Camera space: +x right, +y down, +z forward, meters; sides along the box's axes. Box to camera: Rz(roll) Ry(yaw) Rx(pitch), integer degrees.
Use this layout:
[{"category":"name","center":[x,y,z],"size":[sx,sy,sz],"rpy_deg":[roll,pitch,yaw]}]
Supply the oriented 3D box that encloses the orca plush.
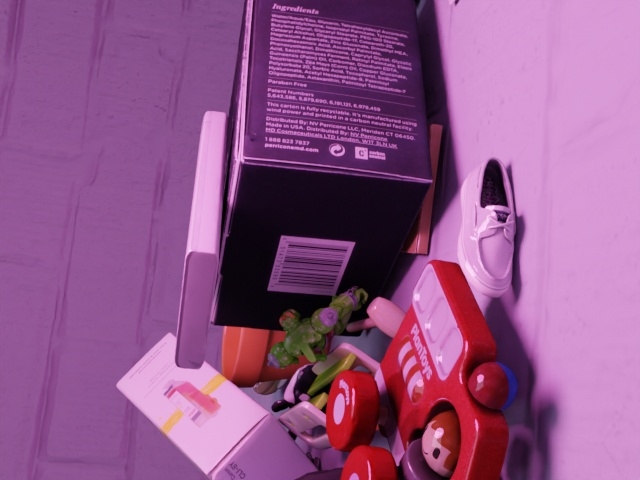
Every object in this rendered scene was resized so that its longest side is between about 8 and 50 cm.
[{"category":"orca plush","center":[-0.016,0.342,1.668],"size":[0.102,0.151,0.287],"rpy_deg":[54,145,24]}]

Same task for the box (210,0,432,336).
[{"category":"box","center":[-0.020,-0.154,1.476],"size":[0.480,0.297,0.472],"rpy_deg":[108,164,-54]}]

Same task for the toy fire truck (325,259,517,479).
[{"category":"toy fire truck","center":[0.131,0.197,0.973],"size":[0.302,0.169,0.254],"rpy_deg":[-103,28,-55]}]

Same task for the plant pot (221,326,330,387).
[{"category":"plant pot","center":[-0.094,0.187,1.862],"size":[0.291,0.203,0.291],"rpy_deg":[-171,90,-78]}]

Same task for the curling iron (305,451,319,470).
[{"category":"curling iron","center":[-0.030,0.571,1.724],"size":[0.068,0.035,0.274],"rpy_deg":[129,148,-74]}]

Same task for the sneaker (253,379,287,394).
[{"category":"sneaker","center":[-0.146,0.209,2.116],"size":[0.158,0.182,0.410],"rpy_deg":[-104,25,-58]}]

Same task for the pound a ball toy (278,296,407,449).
[{"category":"pound a ball toy","center":[0.059,0.239,1.405],"size":[0.208,0.135,0.319],"rpy_deg":[-54,0,-21]}]

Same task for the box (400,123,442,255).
[{"category":"box","center":[0.150,-0.079,1.369],"size":[0.164,0.021,0.201],"rpy_deg":[-174,91,-79]}]

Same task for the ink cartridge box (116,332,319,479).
[{"category":"ink cartridge box","center":[-0.191,0.384,1.666],"size":[0.160,0.279,0.384],"rpy_deg":[-45,39,-16]}]

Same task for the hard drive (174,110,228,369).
[{"category":"hard drive","center":[-0.182,-0.010,1.319],"size":[0.353,0.047,0.233],"rpy_deg":[-94,14,-50]}]

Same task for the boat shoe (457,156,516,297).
[{"category":"boat shoe","center":[0.208,-0.021,1.021],"size":[0.063,0.066,0.184],"rpy_deg":[114,169,-53]}]

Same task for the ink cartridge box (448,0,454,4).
[{"category":"ink cartridge box","center":[0.201,-0.537,1.219],"size":[0.353,0.119,0.207],"rpy_deg":[119,155,-57]}]

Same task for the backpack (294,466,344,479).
[{"category":"backpack","center":[-0.045,0.572,1.397],"size":[0.355,0.273,0.290],"rpy_deg":[96,168,-59]}]

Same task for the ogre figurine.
[{"category":"ogre figurine","center":[-0.014,0.150,1.374],"size":[0.097,0.197,0.118],"rpy_deg":[70,-161,2]}]
